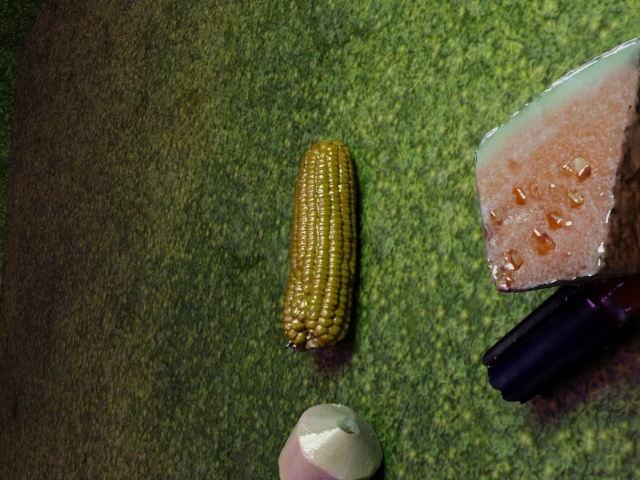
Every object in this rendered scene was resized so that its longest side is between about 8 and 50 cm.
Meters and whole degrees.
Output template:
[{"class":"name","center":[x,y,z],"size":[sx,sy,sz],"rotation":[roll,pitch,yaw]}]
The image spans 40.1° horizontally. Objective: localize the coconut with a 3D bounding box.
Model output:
[{"class":"coconut","center":[0.013,0.267,1.111],"size":[0.122,0.116,0.116],"rotation":[-58,38,37]}]

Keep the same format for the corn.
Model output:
[{"class":"corn","center":[0.003,0.000,1.226],"size":[0.102,0.102,0.312],"rotation":[-16,66,54]}]

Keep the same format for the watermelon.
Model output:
[{"class":"watermelon","center":[0.232,-0.031,0.769],"size":[0.193,0.140,0.256],"rotation":[-39,21,42]}]

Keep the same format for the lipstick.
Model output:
[{"class":"lipstick","center":[0.302,0.022,0.791],"size":[0.418,0.077,0.077],"rotation":[-47,44,37]}]
